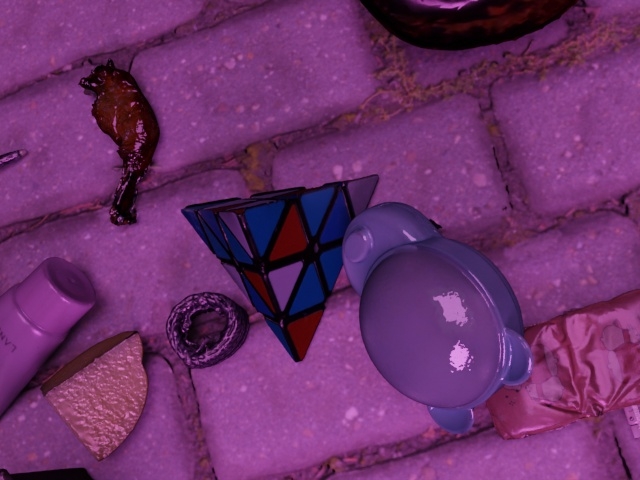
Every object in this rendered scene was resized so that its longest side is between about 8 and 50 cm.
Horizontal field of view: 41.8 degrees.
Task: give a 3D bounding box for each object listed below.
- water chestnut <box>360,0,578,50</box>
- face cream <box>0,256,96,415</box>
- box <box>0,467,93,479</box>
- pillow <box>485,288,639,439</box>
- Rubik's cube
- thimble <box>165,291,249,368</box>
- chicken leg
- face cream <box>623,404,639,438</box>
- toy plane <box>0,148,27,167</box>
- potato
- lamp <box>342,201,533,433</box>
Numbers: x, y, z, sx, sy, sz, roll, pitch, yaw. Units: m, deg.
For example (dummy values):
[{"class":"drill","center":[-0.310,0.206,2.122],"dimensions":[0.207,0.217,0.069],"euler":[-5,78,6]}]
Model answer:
[{"class":"water chestnut","center":[0.179,-0.414,1.061],"dimensions":[0.350,0.302,0.350],"euler":[2,119,4]},{"class":"face cream","center":[-0.436,0.141,1.173],"dimensions":[0.274,0.096,0.154],"euler":[-43,77,14]},{"class":"box","center":[-0.317,0.478,1.006],"dimensions":[0.251,0.204,0.345],"euler":[-46,72,-1]},{"class":"pillow","center":[0.317,0.150,1.020],"dimensions":[0.248,0.049,0.135],"euler":[-21,74,16]},{"class":"Rubik's cube","center":[0.000,0.000,1.113],"dimensions":[0.234,0.284,0.250],"euler":[-33,99,-18]},{"class":"thimble","center":[-0.152,0.117,1.123],"dimensions":[0.104,0.066,0.095],"euler":[-45,75,-3]},{"class":"chicken leg","center":[-0.284,-0.146,1.212],"dimensions":[0.106,0.051,0.253],"euler":[-15,77,15]},{"class":"face cream","center":[0.378,0.183,1.023],"dimensions":[0.038,0.020,0.115],"euler":[-17,75,9]},{"class":"toy plane","center":[-0.562,-0.081,1.237],"dimensions":[0.262,0.088,0.192],"euler":[-22,102,4]},{"class":"potato","center":[-0.285,0.206,1.143],"dimensions":[0.149,0.081,0.120],"euler":[-35,104,-14]},{"class":"lamp","center":[0.126,0.079,1.013],"dimensions":[0.209,0.147,0.284],"euler":[-53,48,41]}]
